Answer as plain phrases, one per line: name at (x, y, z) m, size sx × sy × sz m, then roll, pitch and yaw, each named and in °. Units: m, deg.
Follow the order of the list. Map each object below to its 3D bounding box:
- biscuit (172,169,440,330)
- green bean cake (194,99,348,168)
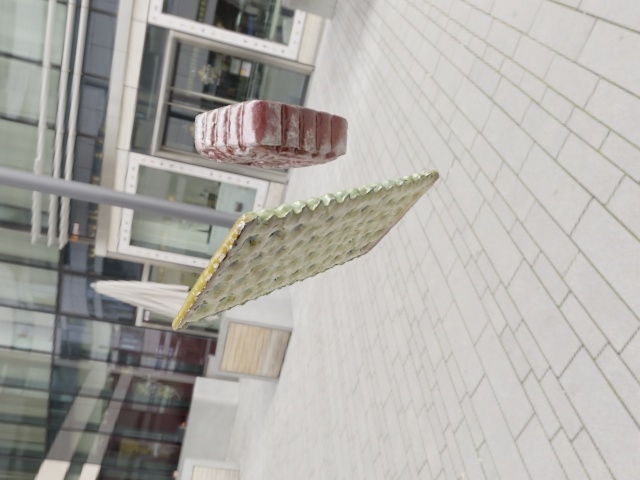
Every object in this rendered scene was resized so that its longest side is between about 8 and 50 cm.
biscuit at (0.000, 0.000, 0.423) m, size 0.016 × 0.232 × 0.139 m, roll 54°, pitch 132°, yaw 17°
green bean cake at (-0.055, -0.112, 0.582) m, size 0.135 × 0.136 × 0.056 m, roll 6°, pitch 94°, yaw 47°
